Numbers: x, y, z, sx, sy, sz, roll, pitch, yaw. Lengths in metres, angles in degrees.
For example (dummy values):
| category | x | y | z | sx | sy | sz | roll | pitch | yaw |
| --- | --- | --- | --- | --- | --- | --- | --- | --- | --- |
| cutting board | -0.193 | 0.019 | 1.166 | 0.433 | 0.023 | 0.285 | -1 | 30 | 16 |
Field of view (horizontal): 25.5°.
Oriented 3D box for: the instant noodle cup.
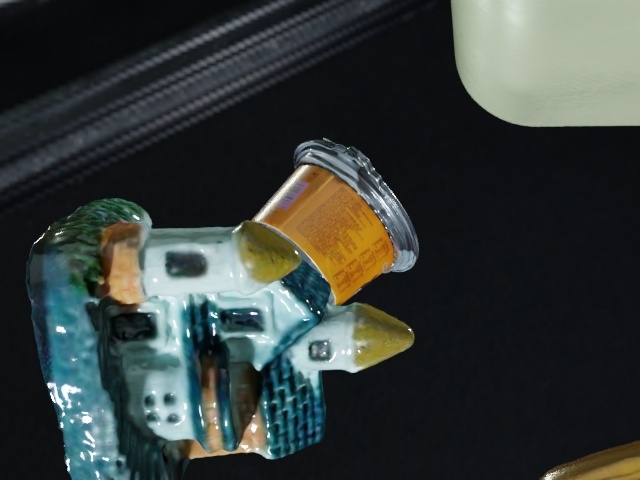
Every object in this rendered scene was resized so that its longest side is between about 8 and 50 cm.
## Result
| category | x | y | z | sx | sy | sz | roll | pitch | yaw |
| --- | --- | --- | --- | --- | --- | --- | --- | --- | --- |
| instant noodle cup | 0.000 | 0.000 | 1.510 | 0.178 | 0.208 | 0.125 | 31 | -117 | 33 |

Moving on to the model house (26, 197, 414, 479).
| category | x | y | z | sx | sy | sz | roll | pitch | yaw |
| --- | --- | --- | --- | --- | --- | --- | --- | --- | --- |
| model house | -0.068 | 0.087 | 1.160 | 0.291 | 0.253 | 0.184 | -5 | -169 | 2 |

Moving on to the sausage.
| category | x | y | z | sx | sy | sz | roll | pitch | yaw |
| --- | --- | --- | --- | --- | --- | --- | --- | --- | --- |
| sausage | 0.397 | 0.257 | 1.536 | 0.328 | 0.112 | 0.112 | -18 | -126 | 17 |

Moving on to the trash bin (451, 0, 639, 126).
| category | x | y | z | sx | sy | sz | roll | pitch | yaw |
| --- | --- | --- | --- | --- | --- | --- | --- | --- | --- |
| trash bin | 0.184 | -0.147 | 0.736 | 0.243 | 0.247 | 0.121 | 0 | -105 | 6 |
